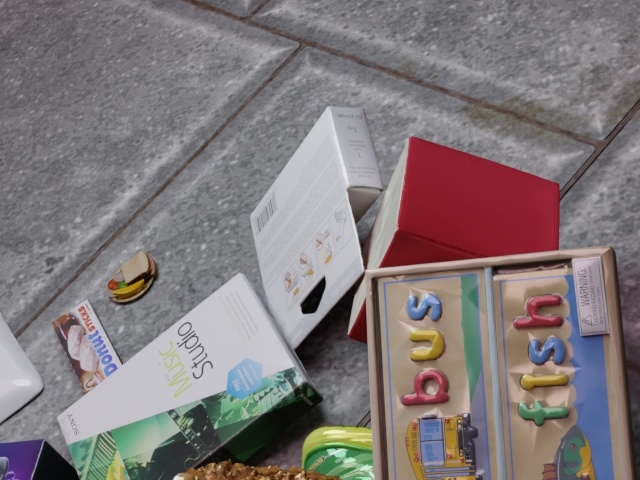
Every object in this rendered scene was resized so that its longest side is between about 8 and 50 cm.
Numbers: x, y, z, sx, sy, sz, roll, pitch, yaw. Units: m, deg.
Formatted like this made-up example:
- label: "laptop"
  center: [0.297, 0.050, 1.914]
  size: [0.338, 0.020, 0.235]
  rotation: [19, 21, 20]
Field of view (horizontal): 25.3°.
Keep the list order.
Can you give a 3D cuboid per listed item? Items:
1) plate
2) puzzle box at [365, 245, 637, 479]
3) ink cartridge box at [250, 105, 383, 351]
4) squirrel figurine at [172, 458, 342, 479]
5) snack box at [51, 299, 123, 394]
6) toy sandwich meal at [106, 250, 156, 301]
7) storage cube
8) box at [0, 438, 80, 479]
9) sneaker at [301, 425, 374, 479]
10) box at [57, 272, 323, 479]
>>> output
- label: "plate"
  center: [-0.568, 0.213, 2.087]
  size: [0.278, 0.045, 0.277]
  rotation: [-37, 42, -7]
- label: "puzzle box"
  center: [0.187, 0.218, 1.484]
  size: [0.272, 0.052, 0.409]
  rotation: [-7, 78, 17]
- label: "ink cartridge box"
  center: [0.000, 0.000, 1.835]
  size: [0.060, 0.275, 0.239]
  rotation: [2, 59, -26]
- label: "squirrel figurine"
  center: [-0.129, 0.338, 1.464]
  size: [0.281, 0.370, 0.397]
  rotation: [47, 53, 6]
- label: "snack box"
  center: [-0.327, 0.155, 2.020]
  size: [0.064, 0.022, 0.178]
  rotation: [-33, 42, -5]
- label: "toy sandwich meal"
  center: [-0.279, 0.053, 2.084]
  size: [0.085, 0.029, 0.085]
  rotation: [-16, 44, 16]
- label: "storage cube"
  center: [0.158, 0.022, 1.680]
  size: [0.193, 0.183, 0.215]
  rotation: [17, 40, -6]
- label: "box"
  center: [-0.433, 0.392, 1.802]
  size: [0.184, 0.103, 0.261]
  rotation: [-11, 46, 24]
- label: "sneaker"
  center: [0.115, 0.281, 1.612]
  size: [0.295, 0.109, 0.123]
  rotation: [0, 74, 27]
- label: "box"
  center: [-0.175, 0.215, 1.824]
  size: [0.322, 0.058, 0.232]
  rotation: [-39, 42, 4]
